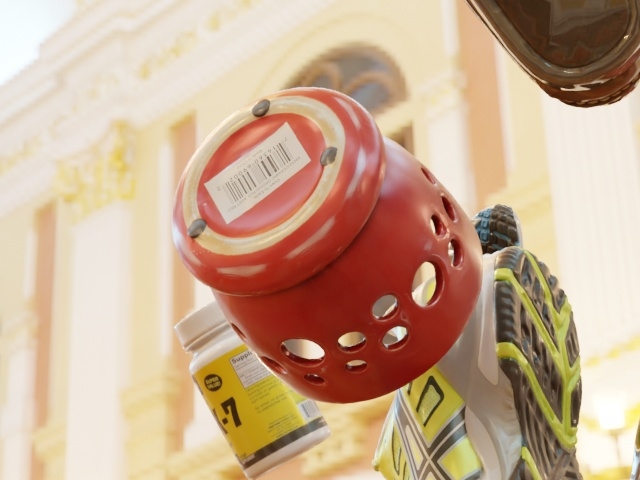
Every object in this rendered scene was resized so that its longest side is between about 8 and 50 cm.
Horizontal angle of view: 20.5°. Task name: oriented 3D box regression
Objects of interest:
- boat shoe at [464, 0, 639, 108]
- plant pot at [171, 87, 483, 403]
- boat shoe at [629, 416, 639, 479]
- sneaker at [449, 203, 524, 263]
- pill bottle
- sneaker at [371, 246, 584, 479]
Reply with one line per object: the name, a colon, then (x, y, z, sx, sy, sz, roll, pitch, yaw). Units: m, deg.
boat shoe: (0.089, -0.208, 1.031, 0.110, 0.307, 0.104, -27, -14, 9)
plant pot: (0.000, 0.000, 1.280, 0.191, 0.191, 0.174, -15, -37, 23)
boat shoe: (0.365, 0.203, 1.754, 0.116, 0.324, 0.097, 10, 8, -16)
sneaker: (0.162, 0.044, 1.658, 0.071, 0.083, 0.191, 23, -55, 25)
pill bottle: (-0.085, 0.173, 2.142, 0.119, 0.208, 0.119, -29, -8, -5)
sneaker: (0.123, 0.201, 1.372, 0.147, 0.385, 0.145, -17, -34, 34)
